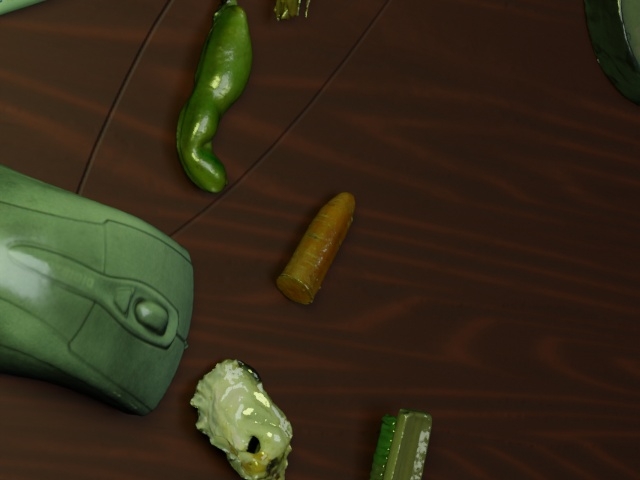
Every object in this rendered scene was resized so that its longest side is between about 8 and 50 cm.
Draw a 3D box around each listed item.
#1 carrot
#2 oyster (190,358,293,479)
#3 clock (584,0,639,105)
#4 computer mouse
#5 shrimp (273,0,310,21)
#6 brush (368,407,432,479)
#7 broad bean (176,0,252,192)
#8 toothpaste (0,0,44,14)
[{"bbox_3d":[0.000,0.000,1.976,0.048,0.048,0.139,46,58,-32],"label":"carrot"},{"bbox_3d":[-0.077,0.187,1.903,0.146,0.045,0.122,17,82,-34],"label":"oyster"},{"bbox_3d":[0.449,-0.310,2.378,0.280,0.055,0.281,0,90,-42],"label":"clock"},{"bbox_3d":[-0.238,0.045,1.714,0.371,0.122,0.188,27,73,-42],"label":"computer mouse"},{"bbox_3d":[-0.045,-0.356,1.928,0.150,0.068,0.249,-9,91,-30],"label":"shrimp"},{"bbox_3d":[0.067,0.323,2.038,0.054,0.048,0.282,12,89,-39],"label":"brush"},{"bbox_3d":[-0.105,-0.155,1.877,0.070,0.048,0.214,16,79,-38],"label":"broad bean"},{"bbox_3d":[-0.331,-0.224,1.677,0.297,0.048,0.075,-22,107,-36],"label":"toothpaste"}]
